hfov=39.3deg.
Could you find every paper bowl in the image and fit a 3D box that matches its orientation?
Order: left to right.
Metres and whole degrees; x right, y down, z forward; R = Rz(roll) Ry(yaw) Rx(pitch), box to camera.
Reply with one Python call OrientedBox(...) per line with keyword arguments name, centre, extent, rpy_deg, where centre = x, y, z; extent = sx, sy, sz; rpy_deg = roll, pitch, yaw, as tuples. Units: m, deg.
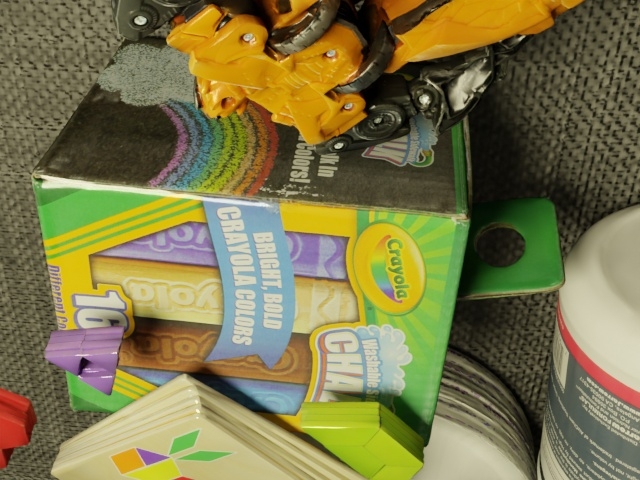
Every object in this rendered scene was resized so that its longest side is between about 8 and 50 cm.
OrientedBox(name="paper bowl", centre=(0.037, 0.223, 0.743), extent=(0.285, 0.148, 0.284), rpy_deg=(4, 126, 5))

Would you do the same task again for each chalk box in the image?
OrientedBox(name="chalk box", centre=(0.000, 0.000, 0.561), extent=(0.289, 0.180, 0.179), rpy_deg=(7, 127, 3))

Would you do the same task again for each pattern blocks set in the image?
OrientedBox(name="pattern blocks set", centre=(-0.066, 0.154, 0.567), extent=(0.286, 0.026, 0.325), rpy_deg=(-18, 131, 26))

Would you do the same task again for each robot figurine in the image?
OrientedBox(name="robot figurine", centre=(0.054, -0.141, 0.374), extent=(0.291, 0.085, 0.211), rpy_deg=(-29, 146, 27))

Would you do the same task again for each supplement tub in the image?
OrientedBox(name="supplement tub", centre=(0.252, 0.126, 0.618), extent=(0.191, 0.191, 0.272), rpy_deg=(0, 126, 6))
